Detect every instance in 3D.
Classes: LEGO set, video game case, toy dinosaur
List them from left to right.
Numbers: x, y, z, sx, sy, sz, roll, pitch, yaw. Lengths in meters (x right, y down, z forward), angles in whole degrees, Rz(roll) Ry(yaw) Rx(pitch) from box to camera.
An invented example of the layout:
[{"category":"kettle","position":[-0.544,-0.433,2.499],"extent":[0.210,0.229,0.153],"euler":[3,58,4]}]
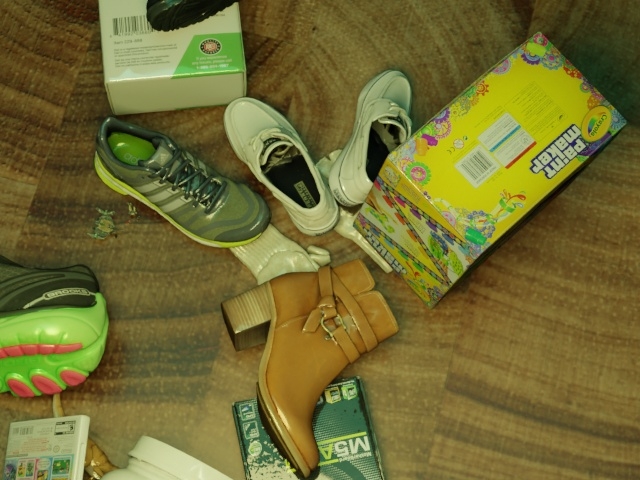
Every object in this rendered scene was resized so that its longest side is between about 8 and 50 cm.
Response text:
[{"category":"video game case","position":[-0.377,0.313,1.652],"extent":[0.157,0.019,0.143],"euler":[-11,66,37]},{"category":"toy dinosaur","position":[-0.339,0.291,1.697],"extent":[0.211,0.064,0.112],"euler":[47,57,5]},{"category":"LEGO set","position":[-0.311,-0.025,1.818],"extent":[0.083,0.023,0.054],"euler":[-11,74,-19]}]

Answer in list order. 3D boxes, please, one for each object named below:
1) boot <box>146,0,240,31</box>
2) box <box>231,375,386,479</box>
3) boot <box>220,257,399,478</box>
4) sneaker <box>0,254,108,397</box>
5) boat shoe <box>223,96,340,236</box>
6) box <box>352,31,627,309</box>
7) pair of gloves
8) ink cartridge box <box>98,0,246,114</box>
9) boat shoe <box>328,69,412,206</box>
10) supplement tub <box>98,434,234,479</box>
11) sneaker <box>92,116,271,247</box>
[{"category":"boot","position":[-0.191,-0.437,1.786],"extent":[0.246,0.094,0.207],"euler":[-30,80,-21]},{"category":"box","position":[-0.015,0.299,1.700],"extent":[0.191,0.045,0.184],"euler":[-11,69,-4]},{"category":"boot","position":[0.008,0.167,1.684],"extent":[0.220,0.109,0.283],"euler":[-18,61,-12]},{"category":"sneaker","position":[-0.530,0.113,1.710],"extent":[0.483,0.185,0.202],"euler":[1,42,3]},{"category":"boat shoe","position":[-0.065,-0.123,1.791],"extent":[0.096,0.088,0.267],"euler":[-30,63,-3]},{"category":"box","position":[0.225,-0.090,1.696],"extent":[0.290,0.279,0.177],"euler":[-40,82,-17]},{"category":"pair of gloves","position":[0.000,0.000,1.803],"extent":[0.240,0.042,0.204],"euler":[-37,76,-11]},{"category":"ink cartridge box","position":[-0.231,-0.355,1.874],"extent":[0.211,0.121,0.289],"euler":[-5,71,-4]},{"category":"boat shoe","position":[0.097,-0.159,1.803],"extent":[0.095,0.084,0.258],"euler":[37,54,-26]},{"category":"supplement tub","position":[-0.225,0.438,1.548],"extent":[0.235,0.235,0.325],"euler":[27,73,8]},{"category":"sneaker","position":[-0.210,-0.086,1.778],"extent":[0.300,0.121,0.111],"euler":[24,73,11]}]
